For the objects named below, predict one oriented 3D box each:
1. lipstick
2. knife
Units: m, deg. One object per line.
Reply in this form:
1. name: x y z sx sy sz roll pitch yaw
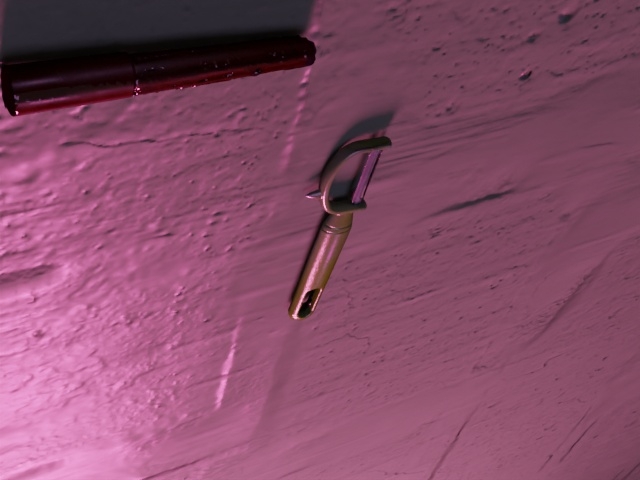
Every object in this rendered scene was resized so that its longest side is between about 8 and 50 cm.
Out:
1. lipstick: -0.079 -0.091 0.543 0.176 0.027 0.027 -13 147 -29
2. knife: 0.000 0.001 0.769 0.054 0.015 0.212 -13 147 -26
